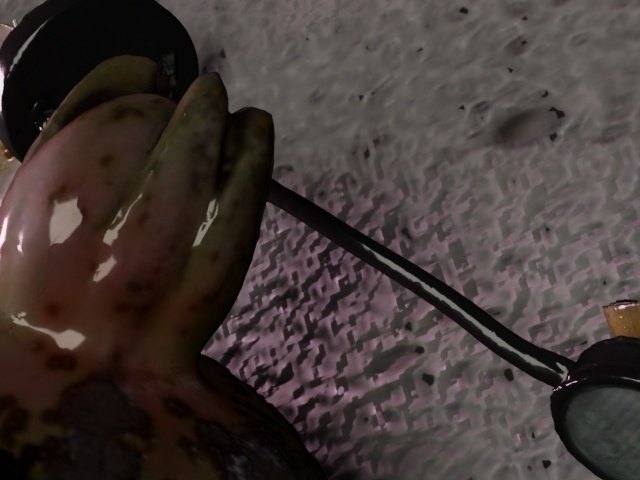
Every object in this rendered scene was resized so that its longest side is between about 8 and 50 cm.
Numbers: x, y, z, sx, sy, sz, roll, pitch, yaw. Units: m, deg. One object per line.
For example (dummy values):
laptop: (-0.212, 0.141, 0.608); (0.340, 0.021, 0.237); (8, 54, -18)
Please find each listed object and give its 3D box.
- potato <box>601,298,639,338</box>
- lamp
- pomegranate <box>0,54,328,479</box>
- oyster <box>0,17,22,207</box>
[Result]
potato: (0.157, 0.042, 0.455); (0.093, 0.037, 0.036); (-2, 82, 27)
lamp: (0.018, -0.023, 0.519); (0.371, 0.130, 0.108); (20, 46, 26)
pomegranate: (-0.100, 0.094, 0.441); (0.285, 0.285, 0.340); (25, 98, 30)
oyster: (-0.252, -0.089, 0.682); (0.233, 0.107, 0.161); (38, 92, 11)
